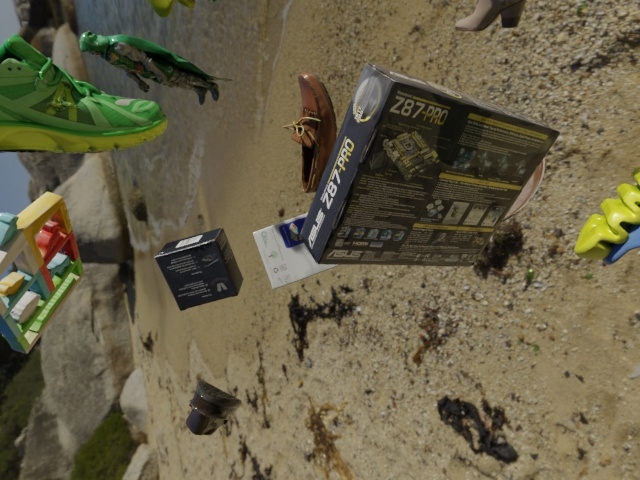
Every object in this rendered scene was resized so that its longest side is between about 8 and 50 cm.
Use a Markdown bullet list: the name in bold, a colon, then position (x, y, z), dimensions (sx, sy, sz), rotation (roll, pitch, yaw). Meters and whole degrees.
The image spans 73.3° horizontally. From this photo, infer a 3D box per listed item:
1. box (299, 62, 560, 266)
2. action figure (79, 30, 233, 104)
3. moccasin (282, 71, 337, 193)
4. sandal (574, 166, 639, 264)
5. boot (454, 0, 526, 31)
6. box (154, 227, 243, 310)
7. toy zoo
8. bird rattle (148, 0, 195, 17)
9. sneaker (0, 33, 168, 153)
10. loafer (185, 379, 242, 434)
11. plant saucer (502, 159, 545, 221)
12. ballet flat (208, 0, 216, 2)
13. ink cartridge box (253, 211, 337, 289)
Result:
- **box**: position (0.194, -0.099, 0.766), dimensions (0.097, 0.395, 0.318), rotation (58, 135, 44)
- **action figure**: position (-0.286, -0.293, 0.734), dimensions (0.137, 0.232, 0.063), rotation (3, 86, 43)
- **moccasin**: position (-0.034, -0.331, 1.361), dimensions (0.139, 0.147, 0.380), rotation (-127, 27, -49)
- **sandal**: position (0.511, -0.072, 0.589), dimensions (0.138, 0.126, 0.317), rotation (35, 127, 14)
- **boot**: position (0.270, -0.385, 0.686), dimensions (0.118, 0.042, 0.087), rotation (14, 143, 34)
- **box**: position (-0.296, 0.071, 1.068), dimensions (0.093, 0.156, 0.158), rotation (-90, -16, -69)
- **toy zoo**: position (-0.490, 0.050, 0.734), dimensions (0.293, 0.030, 0.192), rotation (115, 173, -50)
- **bird rattle**: position (-0.233, -0.497, 0.658), dimensions (0.253, 0.207, 0.143), rotation (89, 158, -44)
- **sneaker**: position (-0.303, -0.160, 0.483), dimensions (0.109, 0.295, 0.123), rotation (8, 103, 36)
- **loafer**: position (-0.186, 0.296, 0.732), dimensions (0.080, 0.078, 0.220), rotation (27, 154, 3)
- **plant saucer**: position (0.381, -0.148, 1.053), dimensions (0.310, 0.050, 0.310), rotation (-20, 53, 28)
- **ballet flat**: position (-0.172, -0.557, 0.822), dimensions (0.241, 0.077, 0.091), rotation (-17, 60, 42)
- **ink cartridge box**: position (0.000, 0.000, 1.169), dimensions (0.065, 0.332, 0.165), rotation (137, 113, -85)
